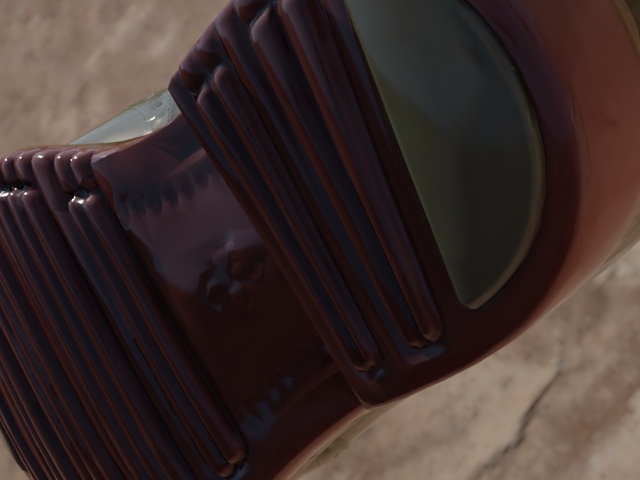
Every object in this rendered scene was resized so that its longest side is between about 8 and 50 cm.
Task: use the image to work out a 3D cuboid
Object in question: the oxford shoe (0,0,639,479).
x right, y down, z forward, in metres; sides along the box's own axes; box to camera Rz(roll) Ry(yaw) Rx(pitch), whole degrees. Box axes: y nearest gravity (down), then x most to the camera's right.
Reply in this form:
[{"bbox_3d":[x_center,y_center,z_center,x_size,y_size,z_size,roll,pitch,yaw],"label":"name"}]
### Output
[{"bbox_3d":[0.000,0.000,0.506,0.130,0.123,0.348,-28,2,-35],"label":"oxford shoe"}]
